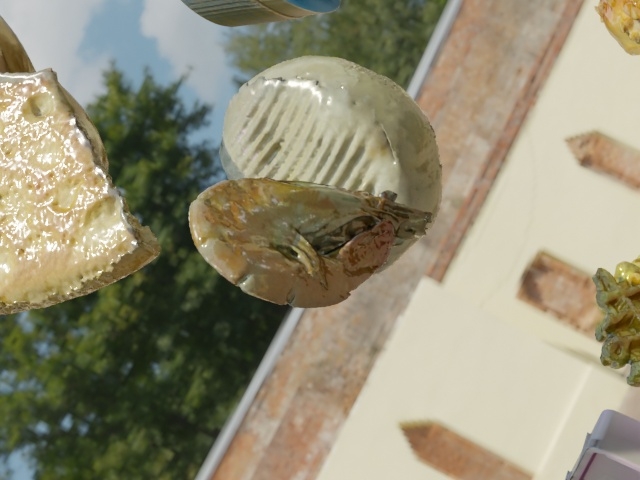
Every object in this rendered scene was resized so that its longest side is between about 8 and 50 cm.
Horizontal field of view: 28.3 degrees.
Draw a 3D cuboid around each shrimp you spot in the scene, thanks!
[{"bbox_3d":[-0.001,0.002,0.919,0.217,0.115,0.051,-3,-32,-41],"label":"shrimp"}]

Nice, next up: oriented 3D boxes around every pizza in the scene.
[{"bbox_3d":[-0.197,-0.033,0.966,0.080,0.204,0.188,23,-110,-61],"label":"pizza"}]

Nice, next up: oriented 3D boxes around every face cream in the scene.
[{"bbox_3d":[-0.093,-0.323,1.591,0.067,0.139,0.285,-61,27,-9],"label":"face cream"}]

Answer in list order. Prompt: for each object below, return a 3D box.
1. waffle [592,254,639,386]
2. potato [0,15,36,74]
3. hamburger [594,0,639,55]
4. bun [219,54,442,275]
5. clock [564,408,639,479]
[{"bbox_3d":[0.429,0.103,1.576,0.219,0.229,0.057,-10,-45,-20],"label":"waffle"},{"bbox_3d":[-0.460,-0.110,1.255,0.290,0.296,0.397,-16,20,49],"label":"potato"},{"bbox_3d":[0.422,-0.227,1.120,0.330,0.250,0.330,-36,3,2],"label":"hamburger"},{"bbox_3d":[0.022,-0.076,1.255,0.141,0.239,0.239,-39,-25,-43],"label":"bun"},{"bbox_3d":[0.368,0.292,1.495,0.063,0.150,0.197,-59,-15,-34],"label":"clock"}]
